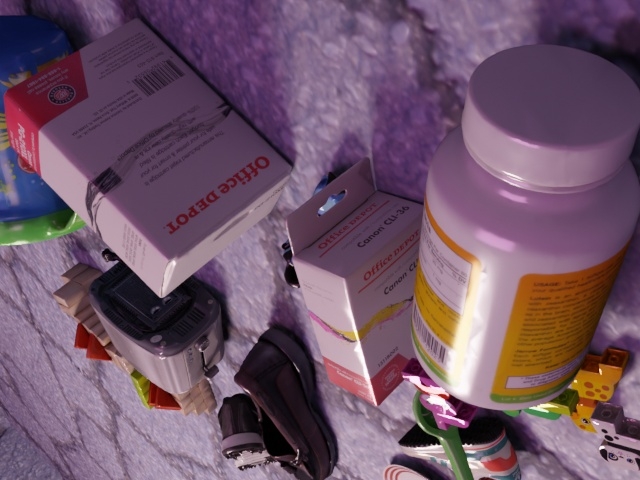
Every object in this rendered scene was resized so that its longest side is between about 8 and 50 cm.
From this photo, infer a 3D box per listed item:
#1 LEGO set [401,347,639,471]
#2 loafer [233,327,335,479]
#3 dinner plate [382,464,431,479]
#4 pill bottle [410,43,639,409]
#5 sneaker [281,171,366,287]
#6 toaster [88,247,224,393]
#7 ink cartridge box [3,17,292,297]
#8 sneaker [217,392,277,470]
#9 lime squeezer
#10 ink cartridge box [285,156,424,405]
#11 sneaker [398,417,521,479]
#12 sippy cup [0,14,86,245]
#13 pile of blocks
[{"bbox_3d":[0.196,0.139,0.706,0.227,0.087,0.093,9,134,40],"label":"LEGO set"},{"bbox_3d":[-0.057,0.251,1.141,0.109,0.095,0.303,25,142,36],"label":"loafer"},{"bbox_3d":[0.138,0.338,1.062,0.141,0.017,0.141,32,145,27],"label":"dinner plate"},{"bbox_3d":[0.137,-0.003,0.569,0.136,0.136,0.246,32,145,27],"label":"pill bottle"},{"bbox_3d":[0.000,0.000,0.813,0.063,0.073,0.162,40,148,16],"label":"sneaker"},{"bbox_3d":[-0.238,0.118,1.202,0.227,0.129,0.146,30,147,27],"label":"toaster"},{"bbox_3d":[-0.174,-0.086,0.847,0.237,0.172,0.100,44,150,9],"label":"ink cartridge box"},{"bbox_3d":[-0.111,0.293,1.286,0.234,0.078,0.106,78,180,-68],"label":"sneaker"},{"bbox_3d":[0.091,0.162,0.846,0.310,0.058,0.110,52,127,31],"label":"lime squeezer"},{"bbox_3d":[0.047,0.037,0.751,0.067,0.115,0.198,21,140,41],"label":"ink cartridge box"},{"bbox_3d":[0.149,0.235,0.894,0.161,0.057,0.075,-20,102,55],"label":"sneaker"},{"bbox_3d":[-0.377,-0.147,1.017,0.305,0.240,0.224,5,125,9],"label":"sippy cup"},{"bbox_3d":[-0.344,0.196,1.439,0.362,0.112,0.149,40,148,16],"label":"pile of blocks"}]
